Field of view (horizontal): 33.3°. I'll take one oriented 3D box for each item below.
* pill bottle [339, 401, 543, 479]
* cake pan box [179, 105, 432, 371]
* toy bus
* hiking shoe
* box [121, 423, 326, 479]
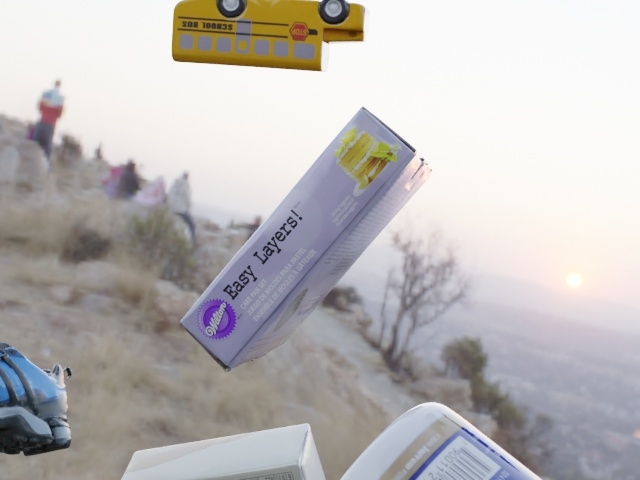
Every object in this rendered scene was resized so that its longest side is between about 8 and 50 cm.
[{"bbox_3d":[0.122,0.229,0.617,0.264,0.153,0.153,37,7,21],"label":"pill bottle"},{"bbox_3d":[0.000,0.000,1.007,0.070,0.246,0.267,43,7,7],"label":"cake pan box"},{"bbox_3d":[-0.085,-0.365,1.868,0.332,0.130,0.108,5,8,7],"label":"toy bus"},{"bbox_3d":[-0.454,0.194,1.409,0.113,0.132,0.304,-18,-30,25],"label":"hiking shoe"},{"bbox_3d":[-0.155,0.409,1.746,0.311,0.148,0.121,-10,21,11],"label":"box"}]
